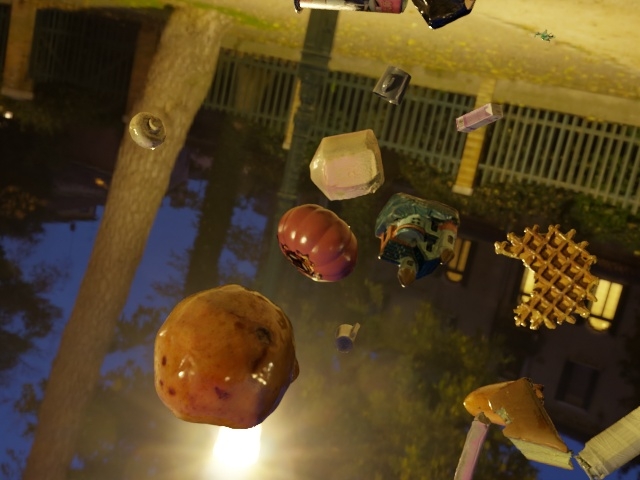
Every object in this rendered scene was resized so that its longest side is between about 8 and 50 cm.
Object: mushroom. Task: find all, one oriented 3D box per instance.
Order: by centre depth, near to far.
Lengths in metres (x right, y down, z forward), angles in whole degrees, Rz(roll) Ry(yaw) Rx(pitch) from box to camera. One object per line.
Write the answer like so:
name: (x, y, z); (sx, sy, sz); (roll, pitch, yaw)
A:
mushroom: (-0.372, -0.239, 1.485); (0.083, 0.083, 0.067); (2, 159, -45)

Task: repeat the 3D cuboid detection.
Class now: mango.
mango: (0.552, 0.490, 2.056); (0.252, 0.126, 0.154); (0, -162, -9)

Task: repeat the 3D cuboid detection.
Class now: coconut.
coconut: (0.083, -0.249, 2.323); (0.245, 0.233, 0.233); (-13, -174, 11)

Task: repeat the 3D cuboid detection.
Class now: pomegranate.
pomegranate: (-0.260, 0.305, 1.786); (0.410, 0.410, 0.410); (12, -170, -2)

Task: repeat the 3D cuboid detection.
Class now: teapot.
teapot: (0.696, 0.483, 1.597); (0.107, 0.200, 0.077); (51, -174, -35)

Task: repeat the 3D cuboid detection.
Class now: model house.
model house: (0.303, 0.023, 2.172); (0.253, 0.184, 0.291); (21, -131, -8)

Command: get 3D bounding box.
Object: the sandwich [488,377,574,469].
sandwich: (0.538, 0.480, 1.734); (0.122, 0.128, 0.236); (49, -166, -29)

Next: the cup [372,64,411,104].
cup: (0.179, -0.392, 1.715); (0.078, 0.077, 0.100); (28, -172, 15)

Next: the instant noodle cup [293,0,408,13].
instant noodle cup: (0.084, -0.624, 1.579); (0.255, 0.244, 0.244); (12, -170, 6)

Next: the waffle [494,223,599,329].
waffle: (0.641, 0.097, 1.918); (0.259, 0.293, 0.069); (-12, 170, 11)

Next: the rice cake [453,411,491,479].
rice cake: (0.397, 0.579, 1.823); (0.049, 0.270, 0.055); (24, -160, 32)

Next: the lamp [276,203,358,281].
lamp: (0.000, 0.000, 1.395); (0.182, 0.140, 0.182); (36, 162, 13)

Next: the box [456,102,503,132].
box: (0.414, -0.319, 1.788); (0.050, 0.036, 0.117); (1, 165, -42)

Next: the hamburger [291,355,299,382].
hamburger: (-0.176, 0.367, 2.141); (0.243, 0.146, 0.286); (42, -164, 5)

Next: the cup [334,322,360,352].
cup: (0.094, 0.325, 2.330); (0.074, 0.104, 0.116); (47, -170, -3)

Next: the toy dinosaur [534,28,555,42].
toy dinosaur: (0.671, -0.610, 2.063); (0.062, 0.021, 0.083); (-3, 164, 2)

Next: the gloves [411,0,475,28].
gloves: (0.398, -0.767, 2.007); (0.152, 0.301, 0.197); (-22, -104, -50)
